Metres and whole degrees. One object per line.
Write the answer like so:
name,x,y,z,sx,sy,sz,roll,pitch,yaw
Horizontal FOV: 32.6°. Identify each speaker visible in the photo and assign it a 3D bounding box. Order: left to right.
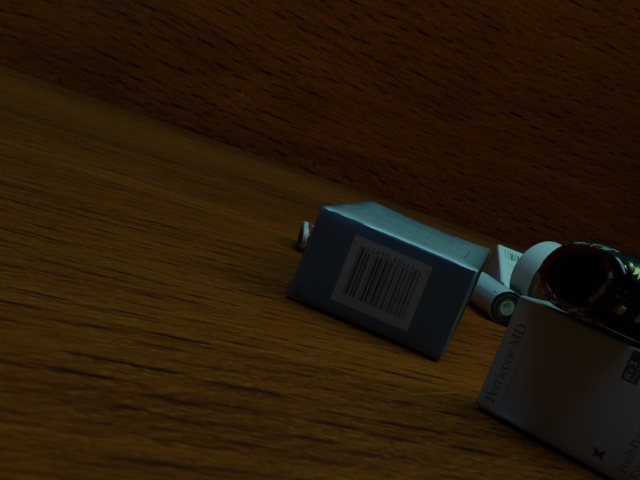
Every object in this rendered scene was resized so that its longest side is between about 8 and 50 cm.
speaker,0.270,0.090,1.725,0.055,0.055,0.136,20,6,-14

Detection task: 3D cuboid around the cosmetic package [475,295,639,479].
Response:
cosmetic package,0.268,0.148,0.985,0.231,0.117,0.085,25,5,32

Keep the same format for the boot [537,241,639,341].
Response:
boot,0.322,0.067,0.957,0.178,0.085,0.236,16,2,-34

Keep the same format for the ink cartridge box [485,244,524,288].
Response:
ink cartridge box,0.417,0.134,1.841,0.275,0.060,0.239,21,32,-7

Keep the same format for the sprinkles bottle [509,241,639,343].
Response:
sprinkles bottle,0.431,0.119,1.607,0.121,0.121,0.355,17,12,-36

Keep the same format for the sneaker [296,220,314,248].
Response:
sneaker,0.000,0.000,1.632,0.067,0.042,0.118,18,4,1

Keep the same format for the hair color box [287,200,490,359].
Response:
hair color box,0.099,0.036,1.356,0.185,0.114,0.374,23,7,9
